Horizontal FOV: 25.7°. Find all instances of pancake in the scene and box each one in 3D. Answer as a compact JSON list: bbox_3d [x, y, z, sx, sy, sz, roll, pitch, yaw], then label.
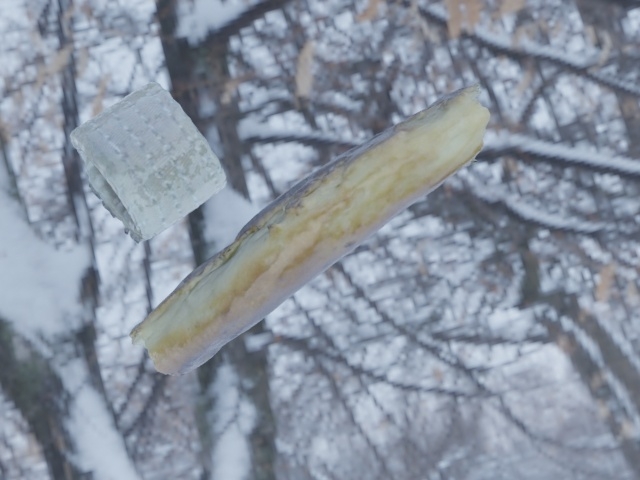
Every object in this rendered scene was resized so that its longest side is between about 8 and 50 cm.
[{"bbox_3d":[0.000,0.000,0.904,0.266,0.057,0.244,-33,-5,3],"label":"pancake"}]

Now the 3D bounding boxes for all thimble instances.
[{"bbox_3d":[-0.142,-0.064,1.146,0.090,0.115,0.102,-36,-53,-12],"label":"thimble"}]
